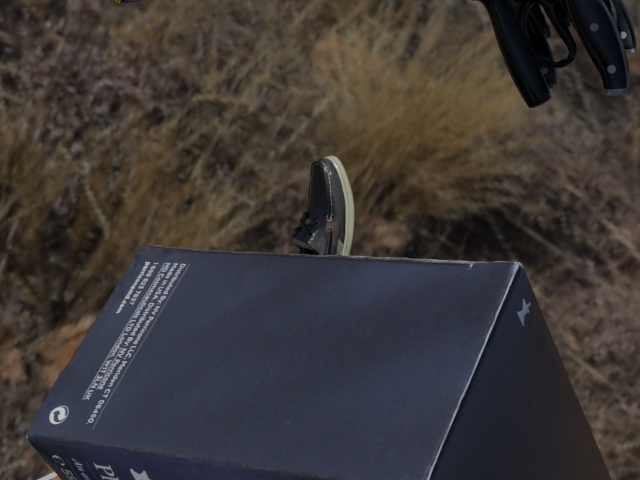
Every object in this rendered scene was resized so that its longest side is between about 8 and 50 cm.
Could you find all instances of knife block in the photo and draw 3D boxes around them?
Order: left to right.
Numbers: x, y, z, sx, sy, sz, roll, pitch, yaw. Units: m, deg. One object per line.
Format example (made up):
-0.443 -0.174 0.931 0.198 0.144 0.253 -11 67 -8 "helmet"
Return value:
0.122 -0.223 0.893 0.275 0.088 0.242 43 29 -49 "knife block"

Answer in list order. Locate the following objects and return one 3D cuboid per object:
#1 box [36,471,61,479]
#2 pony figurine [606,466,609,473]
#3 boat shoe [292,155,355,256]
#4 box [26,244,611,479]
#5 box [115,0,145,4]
-0.182 0.344 1.535 0.262 0.127 0.231 -21 69 -37 "box"
0.152 0.276 1.425 0.303 0.363 0.351 41 20 -12 "pony figurine"
0.000 0.001 1.788 0.073 0.224 0.080 -5 7 -26 "boat shoe"
0.017 0.165 0.906 0.294 0.296 0.183 1 47 32 "box"
-0.109 -0.217 0.993 0.059 0.054 0.169 39 28 14 "box"
